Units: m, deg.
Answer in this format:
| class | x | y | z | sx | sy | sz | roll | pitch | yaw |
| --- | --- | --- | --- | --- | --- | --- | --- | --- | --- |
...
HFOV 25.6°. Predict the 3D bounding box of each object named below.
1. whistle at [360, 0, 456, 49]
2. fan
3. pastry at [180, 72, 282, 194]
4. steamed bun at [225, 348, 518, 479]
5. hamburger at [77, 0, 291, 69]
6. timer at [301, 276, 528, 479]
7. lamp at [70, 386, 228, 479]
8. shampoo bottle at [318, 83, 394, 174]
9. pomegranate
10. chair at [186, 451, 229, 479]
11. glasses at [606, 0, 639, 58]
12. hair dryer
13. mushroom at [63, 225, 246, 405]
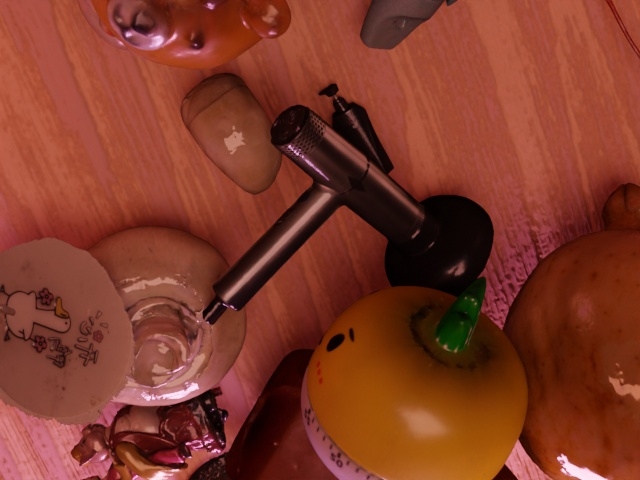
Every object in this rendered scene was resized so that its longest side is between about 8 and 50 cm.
| class | x | y | z | sx | sy | sz | roll | pitch | yaw |
| --- | --- | --- | --- | --- | --- | --- | --- | --- | --- |
| whistle | 0.132 | -0.328 | 1.631 | 0.186 | 0.093 | 0.274 | -3 | 143 | -41 |
| fan | -0.407 | 0.083 | 1.753 | 0.415 | 0.012 | 0.233 | 20 | 103 | 18 |
| pastry | -0.104 | -0.131 | 1.716 | 0.092 | 0.156 | 0.156 | -32 | 111 | 2 |
| steamed bun | 0.079 | 0.310 | 1.850 | 0.379 | 0.248 | 0.235 | 33 | 102 | 6 |
| hamburger | -0.144 | -0.315 | 1.575 | 0.276 | 0.237 | 0.276 | -9 | 116 | -19 |
| timer | 0.128 | 0.150 | 1.627 | 0.285 | 0.285 | 0.285 | -2 | 112 | -4 |
| lamp | -0.248 | 0.274 | 1.885 | 0.253 | 0.118 | 0.118 | -22 | 112 | 9 |
| shampoo bottle | 0.046 | -0.139 | 1.788 | 0.048 | 0.027 | 0.137 | -30 | 111 | 7 |
| pomegranate | 0.405 | 0.129 | 1.765 | 0.410 | 0.410 | 0.410 | -2 | 112 | -4 |
| chair | -0.086 | 0.401 | 1.965 | 0.174 | 0.149 | 0.213 | -45 | 66 | 16 |
| glasses | 0.494 | -0.270 | 1.724 | 0.268 | 0.118 | 0.234 | 38 | 106 | -17 |
| hair dryer | 0.007 | -0.002 | 1.743 | 0.320 | 0.155 | 0.284 | 28 | 123 | -33 |
| mushroom | -0.211 | 0.107 | 1.776 | 0.246 | 0.202 | 0.246 | -6 | 114 | -13 |
